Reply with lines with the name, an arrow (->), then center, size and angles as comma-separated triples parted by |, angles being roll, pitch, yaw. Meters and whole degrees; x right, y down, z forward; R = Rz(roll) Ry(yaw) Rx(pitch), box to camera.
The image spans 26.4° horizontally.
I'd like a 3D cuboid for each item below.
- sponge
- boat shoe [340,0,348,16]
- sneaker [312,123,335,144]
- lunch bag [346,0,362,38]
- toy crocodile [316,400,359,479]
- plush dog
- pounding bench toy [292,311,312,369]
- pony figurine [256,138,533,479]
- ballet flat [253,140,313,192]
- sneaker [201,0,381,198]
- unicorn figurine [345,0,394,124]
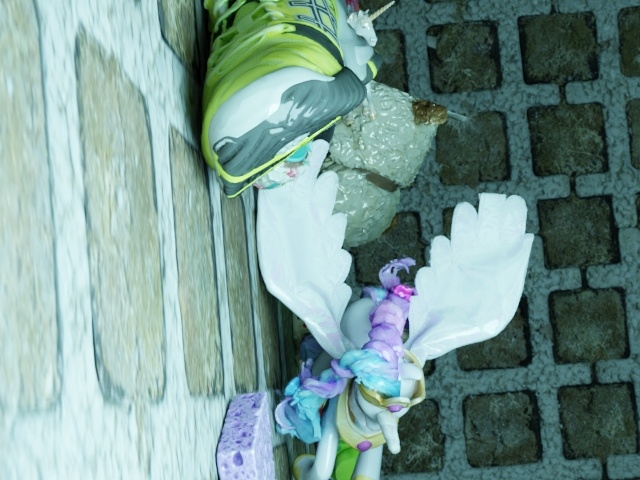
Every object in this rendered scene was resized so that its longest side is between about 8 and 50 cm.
sponge -> -0.049, 0.238, 1.072 | 0.117, 0.031, 0.210 | -83, 167, -75
boat shoe -> -0.023, -0.342, 1.883 | 0.096, 0.088, 0.267 | 42, 29, -55
sneaker -> -0.026, -0.252, 1.754 | 0.145, 0.090, 0.270 | -83, 165, -63
lunch bag -> 0.007, -0.235, 2.046 | 0.258, 0.120, 0.293 | -91, 175, -50
toy crocodile -> 0.030, 0.256, 1.959 | 0.115, 0.105, 0.340 | -92, 180, -52
plush dog -> 0.064, -0.098, 1.853 | 0.262, 0.211, 0.225 | 16, 97, -45
pounding bench toy -> -0.001, 0.128, 1.790 | 0.052, 0.065, 0.083 | 81, 6, -54
pony figurine -> 0.058, 0.108, 1.480 | 0.363, 0.303, 0.351 | 111, -13, -61
ballet flat -> -0.054, -0.154, 1.386 | 0.077, 0.091, 0.241 | 132, -33, -51
sneaker -> -0.049, -0.146, 1.130 | 0.147, 0.145, 0.384 | 54, 12, -10
unicorn figurine -> 0.039, -0.191, 1.517 | 0.162, 0.060, 0.111 | 159, -74, -78
